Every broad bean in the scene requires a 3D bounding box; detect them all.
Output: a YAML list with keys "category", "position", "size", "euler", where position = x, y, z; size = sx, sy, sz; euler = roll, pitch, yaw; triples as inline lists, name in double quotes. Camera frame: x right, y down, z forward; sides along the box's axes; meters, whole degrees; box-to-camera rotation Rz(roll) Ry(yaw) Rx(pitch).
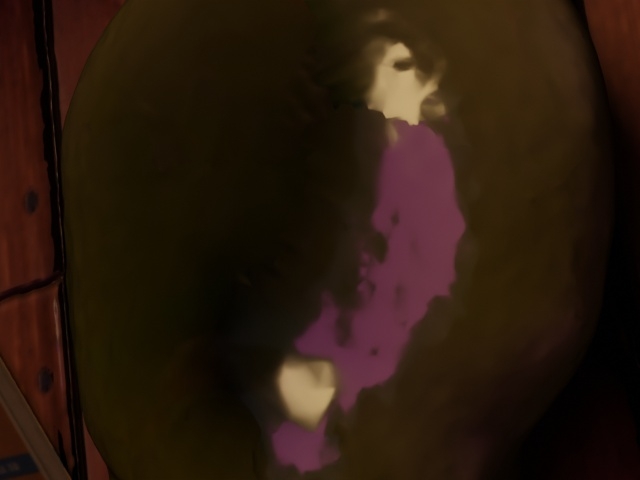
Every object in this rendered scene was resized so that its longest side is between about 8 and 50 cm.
- category: "broad bean"
  position: [0.000, 0.000, 0.673]
  size: [0.238, 0.119, 0.291]
  euler: [-24, 61, 35]

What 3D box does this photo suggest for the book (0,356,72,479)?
- category: "book"
  position: [-0.163, 0.123, 0.720]
  size: [0.241, 0.170, 0.018]
  euler: [52, 136, 32]
